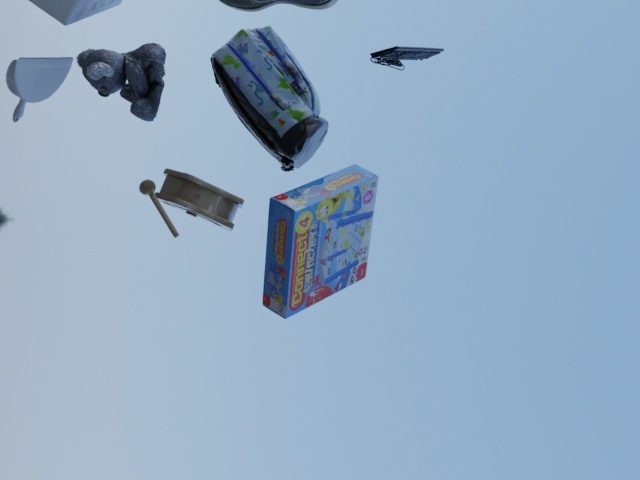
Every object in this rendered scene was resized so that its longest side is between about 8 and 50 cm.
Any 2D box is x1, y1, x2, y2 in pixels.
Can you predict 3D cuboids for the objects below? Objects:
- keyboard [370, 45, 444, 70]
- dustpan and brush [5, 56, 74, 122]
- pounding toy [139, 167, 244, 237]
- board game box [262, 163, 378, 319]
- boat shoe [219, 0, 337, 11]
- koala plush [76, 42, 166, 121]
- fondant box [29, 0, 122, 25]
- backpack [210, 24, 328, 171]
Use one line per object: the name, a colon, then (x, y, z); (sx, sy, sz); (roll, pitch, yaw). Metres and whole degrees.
keyboard: (0.186, -0.397, 2.079); (0.100, 0.192, 0.038); (-7, -88, 41)
dustpan and brush: (-0.658, -0.341, 2.151); (0.060, 0.147, 0.211); (46, -54, 28)
pounding toy: (-0.324, -0.076, 2.269); (0.154, 0.269, 0.155); (9, -105, 64)
board game box: (0.000, 0.000, 2.350); (0.086, 0.301, 0.308); (29, -52, 34)
boat shoe: (-0.112, -0.584, 2.131); (0.319, 0.099, 0.116); (10, -102, 24)
koala plush: (-0.549, -0.461, 2.592); (0.196, 0.221, 0.203); (51, -54, 56)
fondant box: (-0.618, -0.646, 2.278); (0.096, 0.238, 0.330); (-53, -176, 26)
backpack: (-0.134, -0.387, 2.498); (0.273, 0.355, 0.290); (-52, 175, 0)
